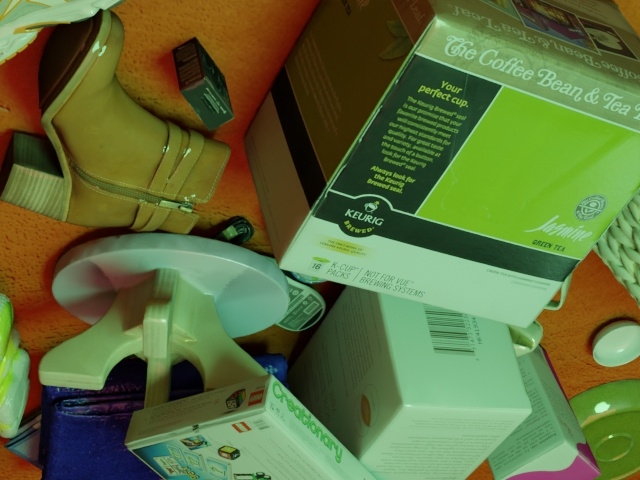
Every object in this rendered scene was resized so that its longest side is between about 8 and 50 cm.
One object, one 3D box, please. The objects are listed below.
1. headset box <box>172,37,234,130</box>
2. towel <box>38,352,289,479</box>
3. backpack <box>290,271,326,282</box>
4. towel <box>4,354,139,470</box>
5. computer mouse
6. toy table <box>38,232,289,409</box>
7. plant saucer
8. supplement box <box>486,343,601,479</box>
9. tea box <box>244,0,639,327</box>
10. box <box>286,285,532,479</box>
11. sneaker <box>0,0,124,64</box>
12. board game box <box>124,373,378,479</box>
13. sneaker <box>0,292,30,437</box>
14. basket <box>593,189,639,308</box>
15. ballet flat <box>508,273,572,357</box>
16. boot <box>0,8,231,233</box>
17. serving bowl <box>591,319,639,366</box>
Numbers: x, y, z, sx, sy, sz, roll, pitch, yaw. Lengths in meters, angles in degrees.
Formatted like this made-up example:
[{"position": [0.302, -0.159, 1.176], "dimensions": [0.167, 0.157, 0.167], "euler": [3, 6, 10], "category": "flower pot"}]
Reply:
[{"position": [-0.121, -0.159, 1.269], "dimensions": [0.032, 0.083, 0.062], "euler": [-28, 132, 10], "category": "headset box"}, {"position": [-0.201, 0.243, 1.572], "dimensions": [0.308, 0.076, 0.227], "euler": [-1, 132, -16], "category": "towel"}, {"position": [0.000, 0.000, 1.452], "dimensions": [0.105, 0.084, 0.114], "euler": [-16, 137, 2], "category": "backpack"}, {"position": [-0.249, 0.239, 1.632], "dimensions": [0.285, 0.034, 0.209], "euler": [-32, 132, 14], "category": "towel"}, {"position": [-0.075, 0.048, 1.505], "dimensions": [0.106, 0.042, 0.193], "euler": [-42, 124, 16], "category": "computer mouse"}, {"position": [-0.177, 0.105, 1.405], "dimensions": [0.274, 0.160, 0.252], "euler": [-2, 139, 5], "category": "toy table"}, {"position": [0.447, 0.309, 1.902], "dimensions": [0.241, 0.037, 0.241], "euler": [-8, 134, -9], "category": "plant saucer"}, {"position": [0.272, 0.232, 1.651], "dimensions": [0.114, 0.220, 0.111], "euler": [-35, 131, 15], "category": "supplement box"}, {"position": [0.144, -0.117, 1.294], "dimensions": [0.329, 0.220, 0.323], "euler": [15, 126, -28], "category": "tea box"}, {"position": [0.088, 0.199, 1.525], "dimensions": [0.168, 0.215, 0.345], "euler": [6, 143, -22], "category": "box"}, {"position": [-0.261, -0.259, 1.131], "dimensions": [0.262, 0.099, 0.121], "euler": [-28, 129, 8], "category": "sneaker"}, {"position": [-0.055, 0.276, 1.411], "dimensions": [0.193, 0.053, 0.305], "euler": [-18, 132, 28], "category": "board game box"}, {"position": [-0.422, 0.143, 1.472], "dimensions": [0.126, 0.091, 0.240], "euler": [7, 132, 2], "category": "sneaker"}, {"position": [0.541, 0.000, 1.409], "dimensions": [0.328, 0.331, 0.266], "euler": [-6, 141, -38], "category": "basket"}, {"position": [0.245, 0.077, 1.562], "dimensions": [0.123, 0.123, 0.348], "euler": [5, 127, -20], "category": "ballet flat"}, {"position": [-0.191, -0.111, 1.273], "dimensions": [0.220, 0.109, 0.283], "euler": [13, 129, -24], "category": "boot"}, {"position": [0.422, 0.141, 1.746], "dimensions": [0.083, 0.027, 0.083], "euler": [-9, 133, -10], "category": "serving bowl"}]
